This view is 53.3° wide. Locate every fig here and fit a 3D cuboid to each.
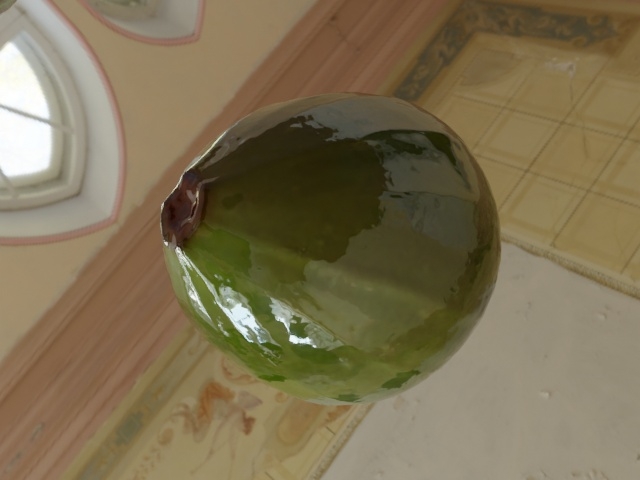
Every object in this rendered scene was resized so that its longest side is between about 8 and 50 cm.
[{"bbox_3d":[0.000,0.000,0.579,0.315,0.316,0.316,-16,-130,20],"label":"fig"}]

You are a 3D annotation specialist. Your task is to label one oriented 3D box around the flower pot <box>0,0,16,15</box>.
[{"bbox_3d":[-0.284,-0.162,0.185,0.293,0.294,0.330,7,-156,35],"label":"flower pot"}]
